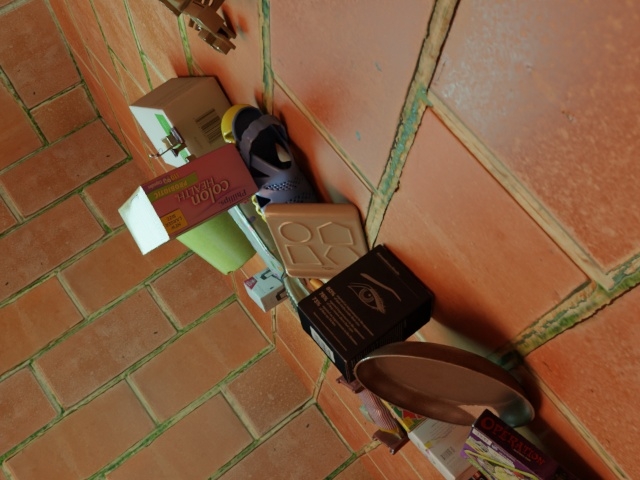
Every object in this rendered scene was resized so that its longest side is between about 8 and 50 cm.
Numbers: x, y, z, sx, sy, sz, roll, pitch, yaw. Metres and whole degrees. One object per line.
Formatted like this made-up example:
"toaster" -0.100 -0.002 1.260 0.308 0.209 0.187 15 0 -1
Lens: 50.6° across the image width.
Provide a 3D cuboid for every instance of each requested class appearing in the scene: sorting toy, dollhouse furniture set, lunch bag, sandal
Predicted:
"sorting toy" 0.000 0.000 1.379 0.193 0.038 0.208 1 138 16
"dollhouse furniture set" -0.348 -0.192 1.533 0.091 0.081 0.114 57 161 -15
"lunch bag" -0.141 -0.039 1.754 0.279 0.108 0.224 55 170 7
"dollhouse furniture set" -0.170 -0.399 1.189 0.161 0.101 0.182 35 -178 -46
"dollhouse furniture set" 0.121 0.379 1.759 0.201 0.152 0.374 58 164 -12
"sandal" -0.090 -0.137 1.385 0.317 0.126 0.138 58 160 -15

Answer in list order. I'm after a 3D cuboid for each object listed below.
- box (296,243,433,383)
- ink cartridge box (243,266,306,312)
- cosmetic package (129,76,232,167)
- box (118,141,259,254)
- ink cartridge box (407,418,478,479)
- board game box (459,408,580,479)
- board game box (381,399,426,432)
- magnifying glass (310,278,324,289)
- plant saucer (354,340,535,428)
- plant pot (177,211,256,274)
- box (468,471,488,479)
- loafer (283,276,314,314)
"box" 0.084 0.134 1.260 0.153 0.207 0.108 48 163 29
"ink cartridge box" -0.134 0.129 2.006 0.109 0.150 0.063 37 153 47
"cosmetic package" -0.334 -0.294 1.709 0.197 0.155 0.365 59 162 -23
"box" -0.282 -0.082 1.413 0.117 0.213 0.243 62 153 -5
"ink cartridge box" 0.270 0.426 1.487 0.198 0.115 0.067 44 161 38
"board game box" 0.400 0.441 1.153 0.347 0.056 0.208 37 154 22
"board game box" 0.158 0.286 1.510 0.259 0.124 0.039 48 162 24
"magnifying glass" 0.038 0.148 1.776 0.231 0.026 0.092 28 150 55
"plant saucer" 0.213 0.248 1.171 0.310 0.050 0.310 14 151 8
"plant pot" -0.305 -0.046 2.008 0.254 0.276 0.276 47 167 -16
"box" 0.437 0.673 1.635 0.233 0.044 0.159 46 162 30
"loafer" -0.010 0.192 1.877 0.268 0.092 0.102 53 165 24
